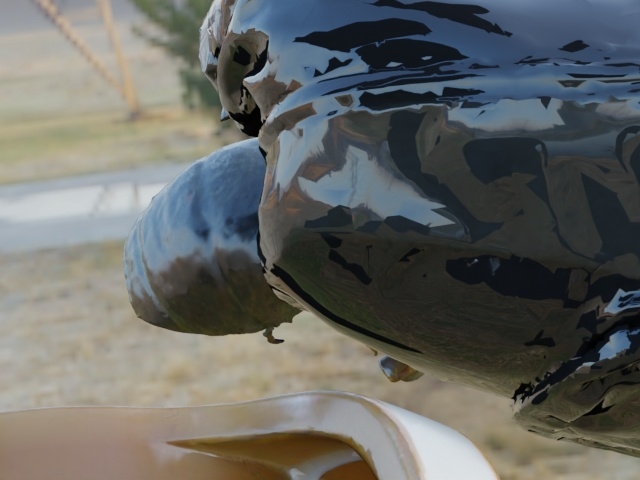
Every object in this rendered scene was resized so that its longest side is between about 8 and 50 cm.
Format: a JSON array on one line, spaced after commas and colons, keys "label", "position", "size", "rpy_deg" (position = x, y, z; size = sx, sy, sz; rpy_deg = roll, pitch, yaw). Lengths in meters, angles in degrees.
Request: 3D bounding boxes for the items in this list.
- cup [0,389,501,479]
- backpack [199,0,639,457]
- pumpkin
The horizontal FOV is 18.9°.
[{"label": "cup", "position": [-0.036, 0.161, 0.404], "size": [0.182, 0.264, 0.226], "rpy_deg": [22, -46, -35]}, {"label": "backpack", "position": [0.162, -0.022, 0.820], "size": [0.446, 0.254, 0.363], "rpy_deg": [10, -13, 2]}, {"label": "pumpkin", "position": [0.000, 0.000, 1.008], "size": [0.183, 0.107, 0.119], "rpy_deg": [10, 44, -24]}]
